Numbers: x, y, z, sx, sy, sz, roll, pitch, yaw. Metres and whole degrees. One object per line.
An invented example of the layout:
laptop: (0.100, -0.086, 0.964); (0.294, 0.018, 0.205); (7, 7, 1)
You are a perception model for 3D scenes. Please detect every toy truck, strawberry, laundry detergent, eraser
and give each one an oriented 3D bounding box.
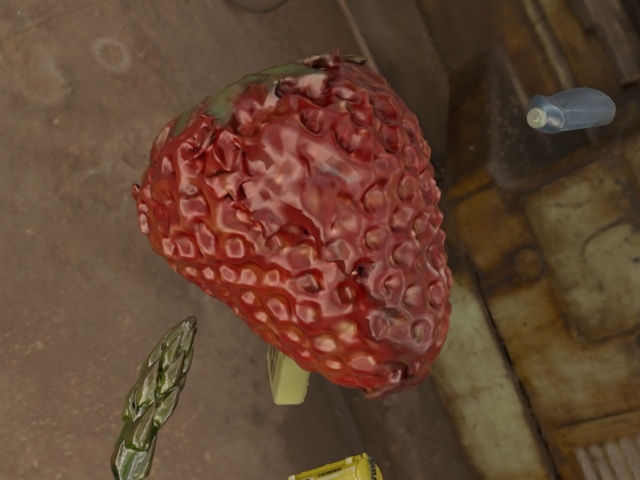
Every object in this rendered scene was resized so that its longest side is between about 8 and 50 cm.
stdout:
toy truck: (-0.010, 0.408, 1.250); (0.098, 0.226, 0.114); (43, 30, -47)
strawberry: (0.000, 0.000, 0.567); (0.205, 0.205, 0.245); (-34, 100, -45)
laundry detergent: (0.433, -0.228, 1.455); (0.206, 0.061, 0.096); (-16, 44, -38)
eraser: (-0.048, 0.172, 1.338); (0.058, 0.172, 0.117); (2, 42, -12)

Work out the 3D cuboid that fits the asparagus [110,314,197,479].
asparagus: (-0.251, 0.241, 1.214); (0.080, 0.080, 0.287); (30, 79, -28)
